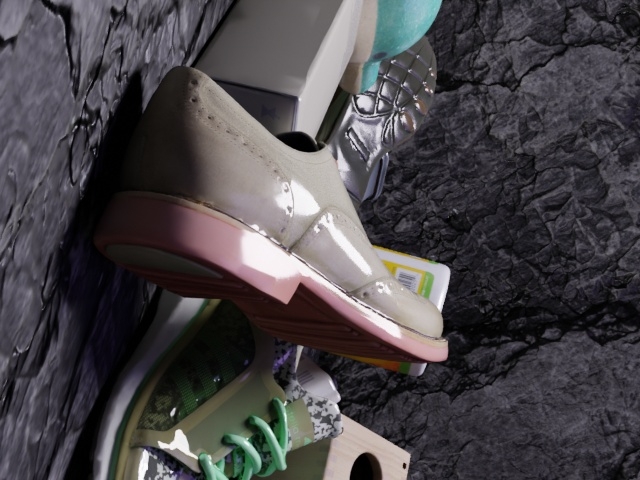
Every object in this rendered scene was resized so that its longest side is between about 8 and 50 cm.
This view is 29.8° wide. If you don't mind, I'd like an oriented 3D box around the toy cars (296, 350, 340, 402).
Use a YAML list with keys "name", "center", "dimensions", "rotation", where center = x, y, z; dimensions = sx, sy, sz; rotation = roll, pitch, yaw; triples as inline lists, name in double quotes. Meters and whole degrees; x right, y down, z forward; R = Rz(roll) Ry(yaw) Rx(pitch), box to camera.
- name: "toy cars"
  center: [-0.080, 0.196, 1.358]
  dimensions: [0.393, 0.177, 0.087]
  rotation: [-64, 138, -64]

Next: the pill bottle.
- name: "pill bottle"
  center: [0.019, 0.064, 1.420]
  dimensions: [0.136, 0.246, 0.136]
  rotation: [16, 90, -85]

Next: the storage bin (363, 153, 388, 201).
- name: "storage bin"
  center: [0.009, -0.094, 1.554]
  dimensions: [0.091, 0.135, 0.098]
  rotation: [-48, 155, -57]

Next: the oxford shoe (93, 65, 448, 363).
- name: "oxford shoe"
  center: [0.000, 0.000, 0.913]
  dimensions: [0.397, 0.141, 0.146]
  rotation: [33, 66, -56]

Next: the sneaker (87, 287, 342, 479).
- name: "sneaker"
  center: [-0.075, 0.148, 1.003]
  dimensions: [0.158, 0.182, 0.410]
  rotation: [98, 9, -52]

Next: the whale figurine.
- name: "whale figurine"
  center: [0.048, -0.263, 1.289]
  dimensions: [0.272, 0.141, 0.216]
  rotation: [131, -48, -78]

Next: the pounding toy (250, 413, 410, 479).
- name: "pounding toy"
  center: [0.038, 0.227, 1.140]
  dimensions: [0.206, 0.181, 0.094]
  rotation: [37, 59, -45]

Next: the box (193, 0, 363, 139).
- name: "box"
  center: [-0.035, -0.156, 1.051]
  dimensions: [0.275, 0.094, 0.113]
  rotation: [-68, 170, -52]

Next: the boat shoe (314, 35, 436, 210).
- name: "boat shoe"
  center: [0.022, -0.139, 1.437]
  dimensions: [0.324, 0.120, 0.122]
  rotation: [-53, 127, -31]
